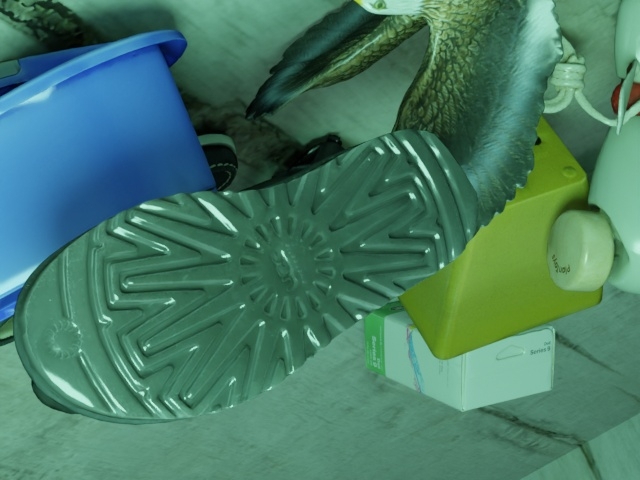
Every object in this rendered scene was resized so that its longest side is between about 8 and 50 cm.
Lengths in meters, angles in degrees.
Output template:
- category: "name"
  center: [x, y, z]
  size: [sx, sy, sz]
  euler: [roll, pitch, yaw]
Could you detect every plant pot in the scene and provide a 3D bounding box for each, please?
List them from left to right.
- category: "plant pot"
  center: [0.181, -0.033, 1.743]
  size: [0.212, 0.212, 0.187]
  euler: [-19, 144, -17]

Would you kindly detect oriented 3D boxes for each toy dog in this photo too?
- category: "toy dog"
  center: [0.330, -0.082, 1.590]
  size: [0.220, 0.334, 0.161]
  euler: [-16, -172, -23]

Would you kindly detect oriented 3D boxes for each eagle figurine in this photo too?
- category: "eagle figurine"
  center: [0.090, -0.175, 1.310]
  size: [0.225, 0.226, 0.298]
  euler: [16, 122, -14]

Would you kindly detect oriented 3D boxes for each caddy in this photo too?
- category: "caddy"
  center: [-0.241, -0.050, 1.281]
  size: [0.341, 0.179, 0.241]
  euler: [-29, 180, -4]

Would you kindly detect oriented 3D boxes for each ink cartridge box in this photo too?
- category: "ink cartridge box"
  center: [0.179, 0.140, 2.091]
  size: [0.154, 0.093, 0.212]
  euler: [-10, -165, -33]

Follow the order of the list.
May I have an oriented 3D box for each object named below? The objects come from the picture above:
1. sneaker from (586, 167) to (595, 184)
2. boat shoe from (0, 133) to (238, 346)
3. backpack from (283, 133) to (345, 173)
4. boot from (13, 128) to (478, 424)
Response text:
- category: "sneaker"
  center: [0.254, -0.007, 2.027]
  size: [0.305, 0.114, 0.152]
  euler: [-27, 132, 13]
- category: "boat shoe"
  center: [-0.202, 0.002, 1.538]
  size: [0.302, 0.091, 0.114]
  euler: [-30, 158, 9]
- category: "backpack"
  center: [0.000, 0.000, 1.667]
  size: [0.158, 0.117, 0.173]
  euler: [39, 131, -17]
- category: "boot"
  center: [-0.136, 0.061, 1.264]
  size: [0.367, 0.146, 0.445]
  euler: [-18, 180, -33]
